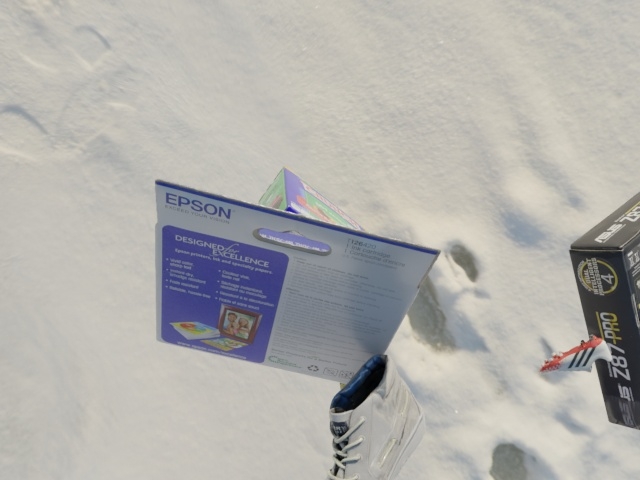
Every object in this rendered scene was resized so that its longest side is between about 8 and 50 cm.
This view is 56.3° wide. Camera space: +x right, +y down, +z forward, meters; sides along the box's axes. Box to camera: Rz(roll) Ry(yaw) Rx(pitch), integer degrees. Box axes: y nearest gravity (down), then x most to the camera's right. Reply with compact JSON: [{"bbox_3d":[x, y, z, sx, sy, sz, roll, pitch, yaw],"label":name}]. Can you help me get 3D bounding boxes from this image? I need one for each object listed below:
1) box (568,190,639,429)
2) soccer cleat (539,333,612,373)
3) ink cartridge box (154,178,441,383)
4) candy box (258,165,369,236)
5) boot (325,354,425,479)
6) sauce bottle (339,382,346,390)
[{"bbox_3d":[0.585,0.075,0.999,0.394,0.097,0.319,-29,106,-33],"label":"box"},{"bbox_3d":[0.290,0.139,0.683,0.083,0.029,0.036,-38,79,29],"label":"soccer cleat"},{"bbox_3d":[-0.046,0.054,0.730,0.303,0.072,0.307,14,135,-3],"label":"ink cartridge box"},{"bbox_3d":[0.000,0.000,1.247,0.268,0.317,0.122,36,102,-16],"label":"candy box"},{"bbox_3d":[0.031,0.252,0.701,0.258,0.095,0.124,-49,119,-42],"label":"boot"},{"bbox_3d":[0.066,0.338,1.384,0.042,0.128,0.042,-3,141,-3],"label":"sauce bottle"}]
